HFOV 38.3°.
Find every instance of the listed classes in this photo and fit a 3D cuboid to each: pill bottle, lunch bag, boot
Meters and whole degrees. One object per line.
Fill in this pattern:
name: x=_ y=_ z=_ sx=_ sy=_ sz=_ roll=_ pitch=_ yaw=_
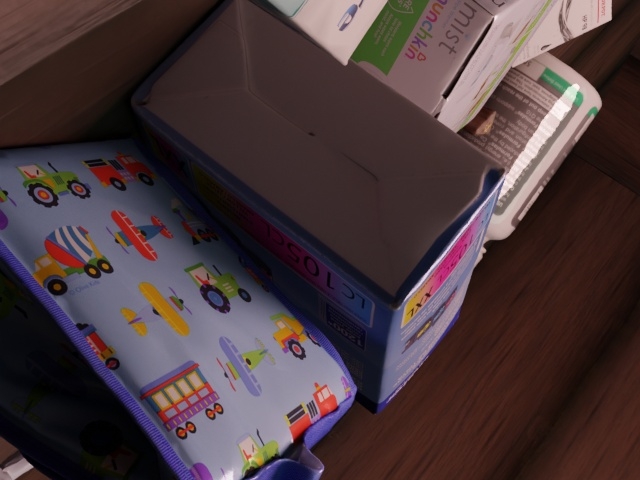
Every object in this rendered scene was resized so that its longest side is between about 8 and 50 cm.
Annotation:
pill bottle: x=0.270 y=-0.131 z=1.496 sx=0.361 sy=0.204 sz=0.204 roll=-55 pitch=165 yaw=6
lunch bag: x=-0.112 y=0.066 z=0.623 sx=0.138 sy=0.293 sz=0.221 roll=-60 pitch=163 yaw=21
boot: x=0.183 y=-0.173 z=1.314 sx=0.106 sy=0.114 sz=0.037 roll=-48 pitch=163 yaw=-21

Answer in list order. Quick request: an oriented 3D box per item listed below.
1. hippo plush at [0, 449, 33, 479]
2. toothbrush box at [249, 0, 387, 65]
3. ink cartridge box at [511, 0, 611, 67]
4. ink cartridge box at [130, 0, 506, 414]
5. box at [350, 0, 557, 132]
hippo plush: x=-0.339 y=0.252 z=0.636 sx=0.236 sy=0.234 sz=0.294 roll=-40 pitch=-148 yaw=18
toothbrush box: x=-0.078 y=-0.196 z=0.306 sx=0.126 sy=0.216 sz=0.295 roll=-55 pitch=166 yaw=9
ink cartridge box: x=0.302 y=-0.305 z=1.152 sx=0.180 sy=0.060 sz=0.104 roll=-26 pitch=147 yaw=1
ink cartridge box: x=0.000 y=0.000 z=0.855 sx=0.151 sy=0.270 sz=0.395 roll=-47 pitch=163 yaw=-15
box: x=0.136 y=-0.213 z=1.007 sx=0.231 sy=0.127 sz=0.262 roll=-38 pitch=167 yaw=-41
